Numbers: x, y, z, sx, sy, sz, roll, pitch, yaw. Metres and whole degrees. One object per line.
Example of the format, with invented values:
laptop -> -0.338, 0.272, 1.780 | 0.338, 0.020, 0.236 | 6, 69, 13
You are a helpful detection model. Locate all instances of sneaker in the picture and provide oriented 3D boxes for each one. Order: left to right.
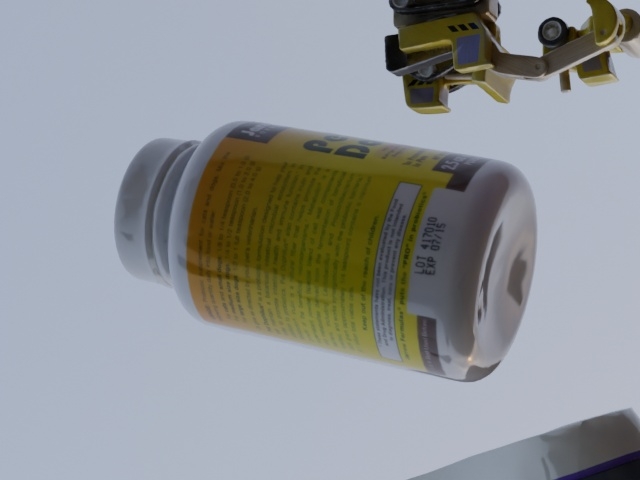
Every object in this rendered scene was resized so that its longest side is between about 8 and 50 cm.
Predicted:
sneaker -> 0.154, 0.257, 0.967 | 0.130, 0.323, 0.236 | -13, -103, -26

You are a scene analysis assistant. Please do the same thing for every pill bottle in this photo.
pill bottle -> 0.000, 0.000, 0.766 | 0.117, 0.215, 0.117 | -38, -46, -56

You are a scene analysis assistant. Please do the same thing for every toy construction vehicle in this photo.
toy construction vehicle -> 0.065, -0.063, 0.503 | 0.086, 0.098, 0.035 | 23, -113, -65
